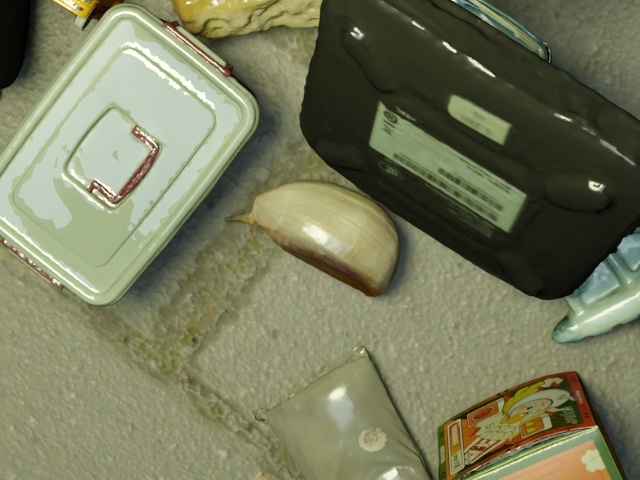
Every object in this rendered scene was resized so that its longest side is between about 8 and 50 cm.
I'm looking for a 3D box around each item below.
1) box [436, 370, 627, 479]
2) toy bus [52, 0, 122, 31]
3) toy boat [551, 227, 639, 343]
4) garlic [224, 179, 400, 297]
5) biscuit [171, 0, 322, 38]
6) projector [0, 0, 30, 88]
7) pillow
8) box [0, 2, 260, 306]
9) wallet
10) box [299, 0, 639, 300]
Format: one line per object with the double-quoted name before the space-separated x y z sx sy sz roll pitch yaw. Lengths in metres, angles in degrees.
"box" 0.229 0.254 1.414 0.177 0.195 0.148 -24 99 9
"toy bus" -0.244 -0.265 1.365 0.069 0.162 0.074 32 99 -2
"toy boat" 0.317 0.025 1.424 0.207 0.079 0.134 -32 94 11
"garlic" -0.007 -0.007 1.427 0.198 0.128 0.090 21 63 -2
"biscuit" -0.025 -0.323 1.369 0.274 0.091 0.213 -3 92 3
"projector" -0.420 -0.353 1.214 0.242 0.405 0.395 4 90 5
"pillow" 0.046 0.263 1.501 0.169 0.059 0.255 -29 98 12
"box" -0.200 -0.095 1.394 0.193 0.167 0.294 39 101 -2
"wallet" 0.153 -0.201 1.325 0.141 0.202 0.059 33 95 -2
"box" 0.137 -0.096 1.264 0.359 0.350 0.091 33 72 8
